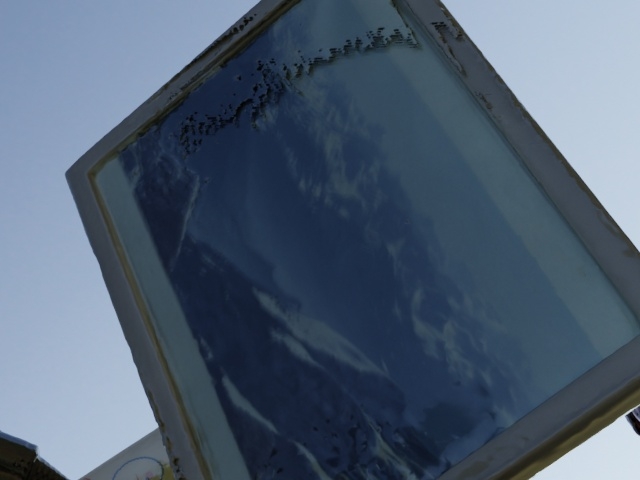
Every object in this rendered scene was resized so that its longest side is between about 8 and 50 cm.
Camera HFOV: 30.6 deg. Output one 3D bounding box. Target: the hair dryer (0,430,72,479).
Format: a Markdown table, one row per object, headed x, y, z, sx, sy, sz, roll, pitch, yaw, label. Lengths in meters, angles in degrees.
| x | y | z | sx | sy | sz | roll | pitch | yaw | label |
| --- | --- | --- | --- | --- | --- | --- | --- | --- | --- |
| -0.394 | 0.192 | 1.102 | 0.352 | 0.107 | 0.189 | 23 | -123 | -5 | hair dryer |

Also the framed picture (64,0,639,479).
| x | y | z | sx | sy | sz | roll | pitch | yaw | label |
| --- | --- | --- | --- | --- | --- | --- | --- | --- | --- |
| 0.000 | 0.000 | 0.596 | 0.247 | 0.335 | 0.022 | -38 | -40 | 12 | framed picture |

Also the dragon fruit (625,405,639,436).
| x | y | z | sx | sy | sz | roll | pitch | yaw | label |
| --- | --- | --- | --- | --- | --- | --- | --- | --- | --- |
| 0.259 | 0.101 | 0.868 | 0.125 | 0.246 | 0.125 | -58 | -34 | -24 | dragon fruit |

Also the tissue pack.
| x | y | z | sx | sy | sz | roll | pitch | yaw | label |
| --- | --- | --- | --- | --- | --- | --- | --- | --- | --- |
| -0.201 | 0.321 | 1.427 | 0.196 | 0.148 | 0.092 | -32 | -38 | -12 | tissue pack |
